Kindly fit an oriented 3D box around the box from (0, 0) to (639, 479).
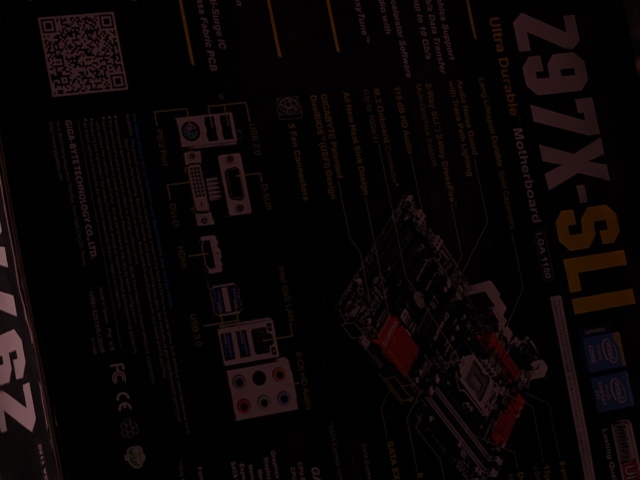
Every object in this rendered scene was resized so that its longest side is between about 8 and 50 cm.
[{"bbox_3d":[0.000,0.000,0.688,0.079,0.257,0.322,-21,80,59],"label":"box"}]
